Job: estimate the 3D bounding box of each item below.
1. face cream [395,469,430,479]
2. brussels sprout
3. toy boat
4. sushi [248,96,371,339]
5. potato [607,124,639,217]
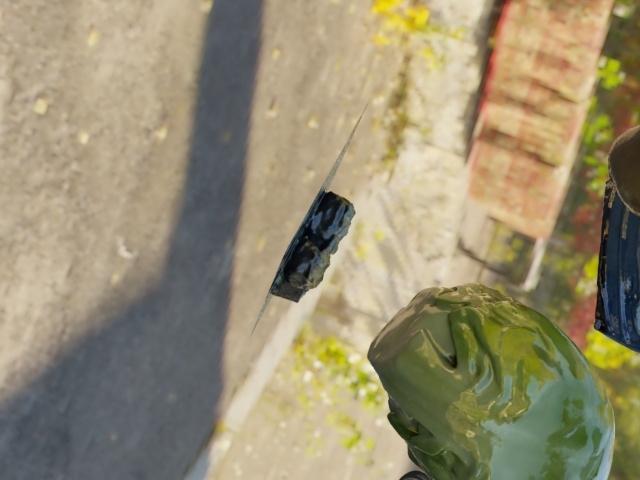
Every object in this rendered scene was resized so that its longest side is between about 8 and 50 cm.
[{"bbox_3d":[0.223,0.408,2.103,0.348,0.105,0.105,24,87,-42],"label":"face cream"},{"bbox_3d":[0.211,0.207,1.710,0.247,0.328,0.328,-45,160,-18],"label":"brussels sprout"},{"bbox_3d":[0.477,0.021,2.071,0.129,0.142,0.309,65,32,-62],"label":"toy boat"},{"bbox_3d":[0.000,0.000,1.455,0.193,0.043,0.279,-61,179,-26],"label":"sushi"},{"bbox_3d":[0.513,-0.113,1.777,0.176,0.369,0.196,-17,92,-42],"label":"potato"}]
